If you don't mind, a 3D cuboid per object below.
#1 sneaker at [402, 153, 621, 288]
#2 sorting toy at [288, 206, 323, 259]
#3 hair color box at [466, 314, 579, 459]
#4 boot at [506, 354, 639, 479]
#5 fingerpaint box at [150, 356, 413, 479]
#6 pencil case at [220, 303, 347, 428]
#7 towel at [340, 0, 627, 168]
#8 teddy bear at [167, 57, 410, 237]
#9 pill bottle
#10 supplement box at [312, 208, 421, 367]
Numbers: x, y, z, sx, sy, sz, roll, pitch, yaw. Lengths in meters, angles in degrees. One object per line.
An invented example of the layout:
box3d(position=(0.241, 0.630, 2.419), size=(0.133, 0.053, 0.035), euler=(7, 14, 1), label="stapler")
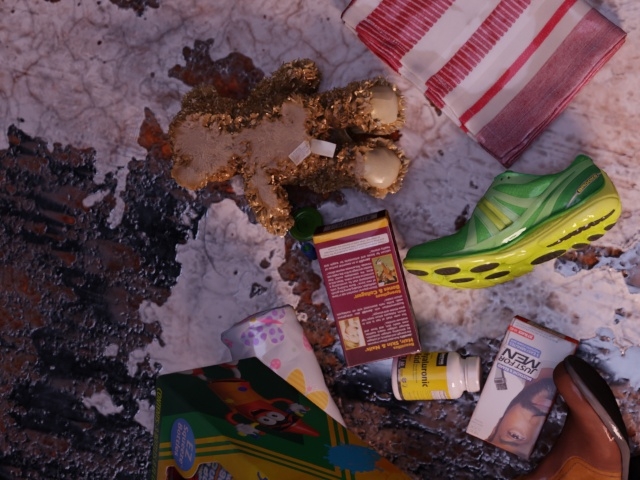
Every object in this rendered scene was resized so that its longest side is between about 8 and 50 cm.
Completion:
box3d(position=(0.248, -0.022, 1.533), size=(0.295, 0.109, 0.124), euler=(-22, 61, 17), label="sneaker")
box3d(position=(0.000, 0.000, 1.633), size=(0.102, 0.042, 0.061), euler=(36, 84, 26), label="sorting toy")
box3d(position=(0.268, 0.194, 1.536), size=(0.093, 0.053, 0.167), euler=(22, 97, 15), label="hair color box")
box3d(position=(0.266, 0.296, 1.486), size=(0.280, 0.096, 0.264), euler=(-24, 119, 17), label="boot")
box3d(position=(-0.071, 0.427, 1.427), size=(0.371, 0.163, 0.445), euler=(31, 121, 50), label="fingerpaint box")
box3d(position=(-0.038, 0.224, 1.599), size=(0.113, 0.124, 0.273), euler=(-22, 83, -20), label="pencil case")
box3d(position=(0.213, -0.290, 1.570), size=(0.329, 0.037, 0.237), euler=(43, 100, 13), label="towel")
box3d(position=(-0.039, -0.136, 1.617), size=(0.338, 0.113, 0.245), euler=(-18, 87, 9), label="teddy bear")
box3d(position=(0.158, 0.182, 1.563), size=(0.116, 0.065, 0.065), euler=(-4, 88, 16), label="pill bottle")
box3d(position=(0.064, 0.064, 1.559), size=(0.104, 0.081, 0.188), euler=(-14, 99, 7), label="supplement box")
